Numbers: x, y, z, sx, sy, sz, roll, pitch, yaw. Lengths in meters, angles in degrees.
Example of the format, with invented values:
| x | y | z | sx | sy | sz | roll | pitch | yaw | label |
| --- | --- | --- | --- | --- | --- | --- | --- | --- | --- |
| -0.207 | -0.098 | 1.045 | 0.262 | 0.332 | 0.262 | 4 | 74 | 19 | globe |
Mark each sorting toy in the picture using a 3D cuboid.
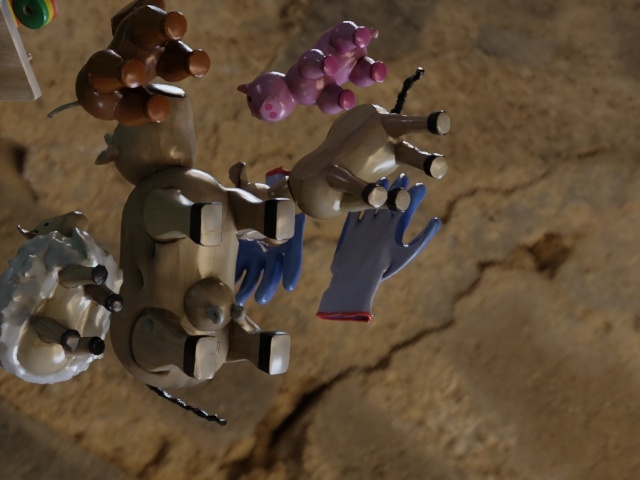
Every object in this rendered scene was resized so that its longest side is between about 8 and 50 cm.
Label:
| x | y | z | sx | sy | sz | roll | pitch | yaw | label |
| --- | --- | --- | --- | --- | --- | --- | --- | --- | --- |
| -0.392 | -0.231 | 1.636 | 0.046 | 0.275 | 0.132 | -47 | -50 | -44 | sorting toy |

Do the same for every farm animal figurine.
| x | y | z | sx | sy | sz | roll | pitch | yaw | label |
| --- | --- | --- | --- | --- | --- | --- | --- | --- | --- |
| -0.084 | -0.030 | 1.076 | 0.330 | 0.172 | 0.326 | 20 | -97 | -40 | farm animal figurine |

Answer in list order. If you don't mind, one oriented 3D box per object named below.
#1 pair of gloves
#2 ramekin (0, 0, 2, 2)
| x | y | z | sx | sy | sz | roll | pitch | yaw | label |
| --- | --- | --- | --- | --- | --- | --- | --- | --- | --- |
| 0.000 | 0.000 | 1.185 | 0.159 | 0.198 | 0.023 | -67 | -32 | -34 | pair of gloves |
| -0.317 | -0.230 | 0.844 | 0.303 | 0.303 | 0.148 | 14 | -127 | -34 | ramekin |
